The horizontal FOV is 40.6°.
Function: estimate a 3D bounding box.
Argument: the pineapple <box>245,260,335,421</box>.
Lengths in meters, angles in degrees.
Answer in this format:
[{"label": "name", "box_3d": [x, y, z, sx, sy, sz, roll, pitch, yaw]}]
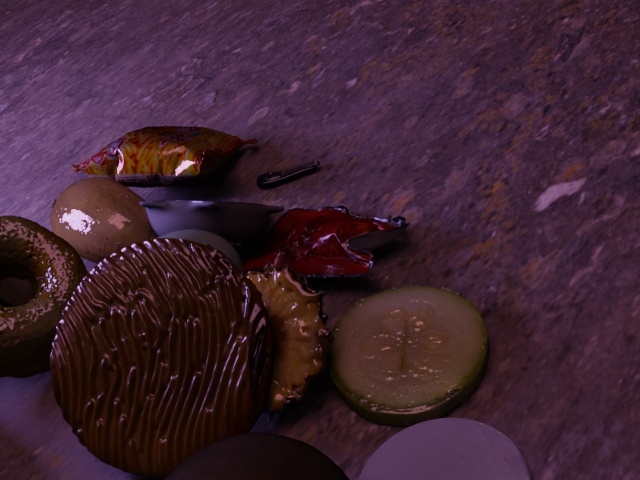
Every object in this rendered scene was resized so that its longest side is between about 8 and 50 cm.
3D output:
[{"label": "pineapple", "box_3d": [-0.069, 0.135, 1.168, 0.225, 0.076, 0.224, -8, 71, 24]}]

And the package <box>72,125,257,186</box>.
[{"label": "package", "box_3d": [-0.285, -0.156, 1.624, 0.288, 0.108, 0.223, 4, 21, 18]}]

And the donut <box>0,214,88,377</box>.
[{"label": "donut", "box_3d": [-0.481, 0.074, 1.343, 0.272, 0.107, 0.271, 8, 56, -11]}]

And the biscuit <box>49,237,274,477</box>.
[{"label": "biscuit", "box_3d": [-0.212, 0.151, 1.139, 0.318, 0.040, 0.317, -3, 79, 15]}]

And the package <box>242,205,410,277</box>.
[{"label": "package", "box_3d": [0.000, 0.000, 1.356, 0.270, 0.071, 0.194, 8, 32, 37]}]

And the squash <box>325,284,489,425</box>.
[{"label": "squash", "box_3d": [0.116, 0.146, 1.145, 0.219, 0.041, 0.219, -13, 39, 10]}]

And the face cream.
[{"label": "face cream", "box_3d": [0.137, 0.293, 0.869, 0.178, 0.152, 0.177, -13, 36, 10]}]

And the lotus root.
[{"label": "lotus root", "box_3d": [-0.381, -0.032, 1.511, 0.303, 0.130, 0.146, 22, 53, 41]}]

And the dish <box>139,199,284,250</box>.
[{"label": "dish", "box_3d": [-0.179, -0.018, 1.398, 0.237, 0.086, 0.228, 1, 0, -21]}]

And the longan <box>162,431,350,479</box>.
[{"label": "longan", "box_3d": [-0.064, 0.314, 0.891, 0.248, 0.248, 0.248, -12, 38, 10]}]

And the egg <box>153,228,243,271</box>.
[{"label": "egg", "box_3d": [-0.215, 0.080, 1.270, 0.168, 0.168, 0.231, 23, 53, 41]}]

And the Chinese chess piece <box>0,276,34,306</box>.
[{"label": "Chinese chess piece", "box_3d": [-0.618, 0.109, 1.470, 0.257, 0.104, 0.257, -12, 38, 9]}]

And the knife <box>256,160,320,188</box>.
[{"label": "knife", "box_3d": [-0.058, -0.120, 1.566, 0.121, 0.018, 0.031, -17, 40, 1]}]
